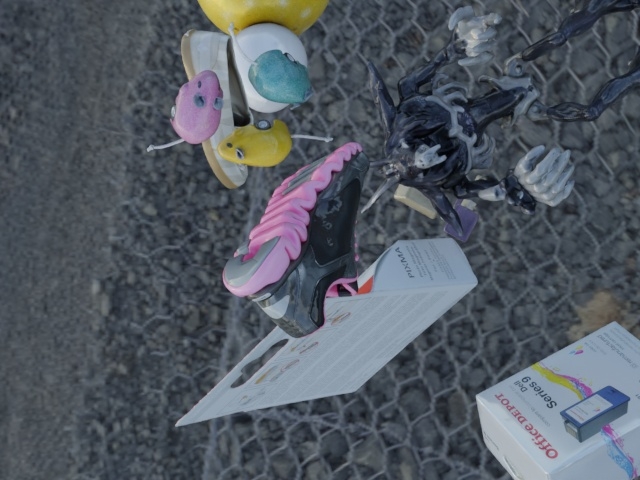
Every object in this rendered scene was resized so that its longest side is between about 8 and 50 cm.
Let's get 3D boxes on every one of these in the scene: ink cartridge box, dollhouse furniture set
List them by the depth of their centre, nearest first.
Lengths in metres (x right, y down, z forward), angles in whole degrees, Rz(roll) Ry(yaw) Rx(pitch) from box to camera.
[{"bbox_3d":[0.002,0.075,0.844,0.189,0.232,0.066,-46,58,33],"label":"ink cartridge box"},{"bbox_3d":[0.314,0.209,1.163,0.212,0.093,0.154,-26,36,-11],"label":"ink cartridge box"},{"bbox_3d":[0.157,-0.066,1.336,0.114,0.081,0.091,28,89,-12],"label":"dollhouse furniture set"}]

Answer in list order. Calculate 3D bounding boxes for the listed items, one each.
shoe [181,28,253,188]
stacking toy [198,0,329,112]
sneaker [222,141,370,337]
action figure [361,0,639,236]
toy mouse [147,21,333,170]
[{"bbox_3d":[-0.118,-0.159,1.230,0.058,0.077,0.219,-3,126,13],"label":"shoe"},{"bbox_3d":[-0.076,-0.412,1.443,0.350,0.350,0.480,-13,72,24],"label":"stacking toy"},{"bbox_3d":[0.000,0.000,0.474,0.057,0.119,0.047,47,135,-15],"label":"sneaker"},{"bbox_3d":[0.142,-0.107,0.767,0.275,0.141,0.164,-31,94,1],"label":"action figure"},{"bbox_3d":[-0.061,-0.107,0.783,0.161,0.143,0.031,-12,51,-11],"label":"toy mouse"}]
